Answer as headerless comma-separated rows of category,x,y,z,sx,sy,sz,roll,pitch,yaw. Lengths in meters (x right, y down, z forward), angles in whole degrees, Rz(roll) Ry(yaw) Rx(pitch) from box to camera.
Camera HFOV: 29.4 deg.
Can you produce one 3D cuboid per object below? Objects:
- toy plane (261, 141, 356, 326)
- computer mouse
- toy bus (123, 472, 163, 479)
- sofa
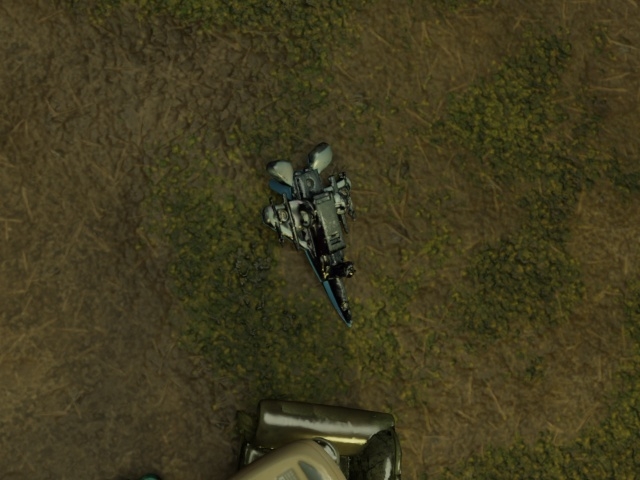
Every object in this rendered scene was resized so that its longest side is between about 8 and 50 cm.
toy plane,0.005,-0.001,1.641,0.169,0.078,0.246,-22,90,-41
computer mouse,-0.062,0.337,1.442,0.236,0.082,0.145,-35,76,0
toy bus,-0.294,0.382,1.519,0.261,0.091,0.109,-25,88,-9
sofa,-0.015,0.335,1.538,0.200,0.182,0.258,9,81,-9
